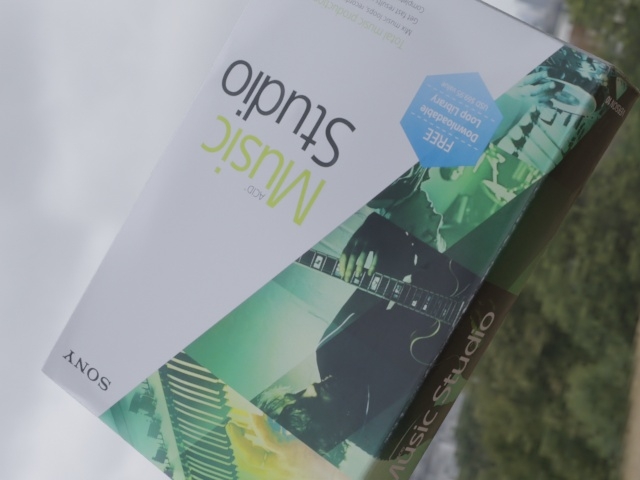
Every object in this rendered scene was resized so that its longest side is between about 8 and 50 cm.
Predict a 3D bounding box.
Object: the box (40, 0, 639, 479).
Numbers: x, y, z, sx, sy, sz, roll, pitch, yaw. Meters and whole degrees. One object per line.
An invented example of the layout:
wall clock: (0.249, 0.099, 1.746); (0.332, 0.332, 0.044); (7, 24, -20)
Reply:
box: (0.000, 0.000, 0.877); (0.058, 0.232, 0.322); (22, -81, -56)
